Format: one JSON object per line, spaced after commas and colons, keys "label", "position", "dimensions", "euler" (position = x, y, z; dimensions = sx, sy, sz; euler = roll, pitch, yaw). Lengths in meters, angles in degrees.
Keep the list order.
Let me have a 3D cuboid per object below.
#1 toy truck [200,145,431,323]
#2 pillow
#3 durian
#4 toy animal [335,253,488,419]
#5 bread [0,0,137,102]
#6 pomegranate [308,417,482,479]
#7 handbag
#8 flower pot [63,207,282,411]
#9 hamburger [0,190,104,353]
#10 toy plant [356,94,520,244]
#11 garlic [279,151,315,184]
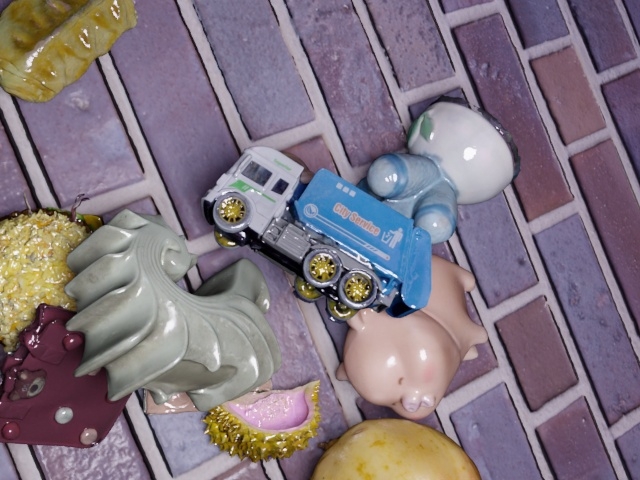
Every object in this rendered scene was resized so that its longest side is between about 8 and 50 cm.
{"label": "toy truck", "position": [0.000, 0.000, 0.986], "dimensions": [0.367, 0.146, 0.175], "euler": [31, 72, -1]}
{"label": "pillow", "position": [-0.195, 0.236, 1.112], "dimensions": [0.232, 0.043, 0.126], "euler": [-1, 88, -24]}
{"label": "durian", "position": [-0.089, 0.318, 1.100], "dimensions": [0.182, 0.165, 0.132], "euler": [12, 51, -49]}
{"label": "toy animal", "position": [0.165, 0.162, 1.153], "dimensions": [0.269, 0.237, 0.326], "euler": [1, 44, -2]}
{"label": "bread", "position": [-0.434, -0.347, 1.049], "dimensions": [0.152, 0.130, 0.268], "euler": [43, 71, -16]}
{"label": "pomegranate", "position": [0.111, 0.447, 1.068], "dimensions": [0.342, 0.342, 0.343], "euler": [3, 82, -21]}
{"label": "handbag", "position": [-0.374, 0.209, 0.942], "dimensions": [0.203, 0.074, 0.216], "euler": [-58, 143, 2]}
{"label": "flower pot", "position": [-0.200, 0.117, 0.964], "dimensions": [0.367, 0.164, 0.254], "euler": [29, 36, -49]}
{"label": "hamburger", "position": [-0.436, 0.053, 0.987], "dimensions": [0.243, 0.138, 0.262], "euler": [-7, 86, -21]}
{"label": "toy plant", "position": [0.191, -0.092, 1.213], "dimensions": [0.332, 0.247, 0.247], "euler": [-43, 99, -17]}
{"label": "garlic", "position": [-0.050, -0.061, 1.141], "dimensions": [0.191, 0.160, 0.214], "euler": [-38, 97, -21]}
